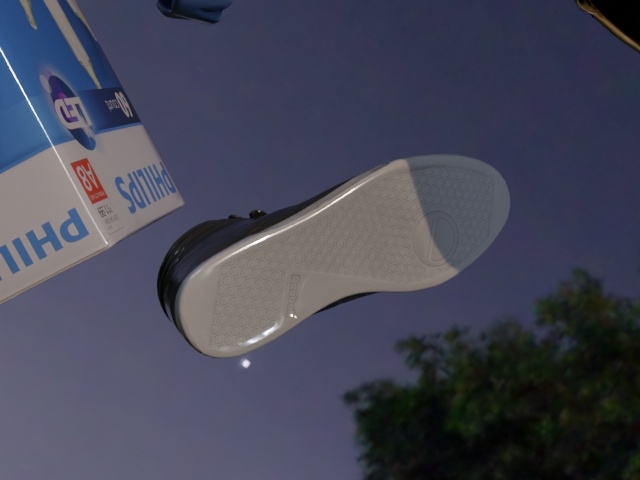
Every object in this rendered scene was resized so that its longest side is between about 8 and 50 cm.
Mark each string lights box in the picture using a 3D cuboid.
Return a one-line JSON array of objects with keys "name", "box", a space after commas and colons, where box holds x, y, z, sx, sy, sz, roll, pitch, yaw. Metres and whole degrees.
[{"name": "string lights box", "box": [-0.160, -0.104, 0.512, 0.260, 0.076, 0.133, 62, 9, -5]}]

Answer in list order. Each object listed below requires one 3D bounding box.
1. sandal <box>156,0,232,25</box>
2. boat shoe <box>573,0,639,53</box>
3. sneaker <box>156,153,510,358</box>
[{"name": "sandal", "box": [-0.101, -0.234, 0.672, 0.317, 0.138, 0.126, 43, -28, -1]}, {"name": "boat shoe", "box": [0.281, -0.271, 1.203, 0.307, 0.104, 0.111, 45, -42, 16]}, {"name": "sneaker", "box": [0.000, 0.000, 1.001, 0.147, 0.295, 0.105, 12, -58, 64]}]
